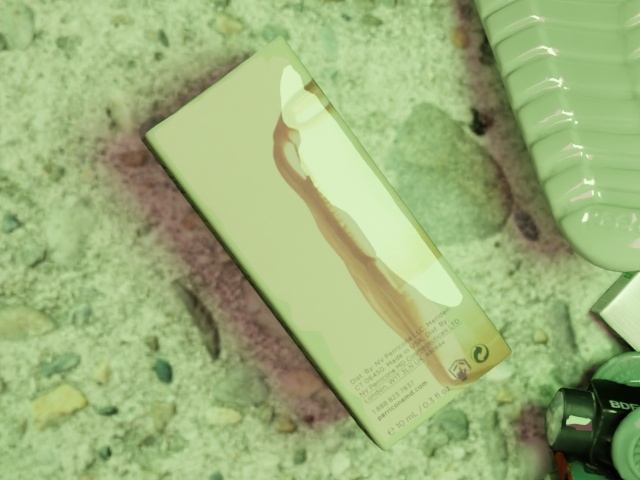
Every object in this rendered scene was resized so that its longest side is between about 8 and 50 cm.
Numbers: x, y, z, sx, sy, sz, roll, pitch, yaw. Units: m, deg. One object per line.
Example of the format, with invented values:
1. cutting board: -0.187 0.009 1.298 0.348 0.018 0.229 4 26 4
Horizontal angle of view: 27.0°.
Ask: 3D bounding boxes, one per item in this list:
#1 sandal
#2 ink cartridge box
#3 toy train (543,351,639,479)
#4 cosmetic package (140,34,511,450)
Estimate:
1. sandal: 0.209 -0.174 1.072 0.169 0.102 0.416 -7 79 13
2. ink cartridge box: 0.292 0.040 1.134 0.063 0.029 0.115 43 88 -7
3. toy train: 0.339 0.211 1.097 0.334 0.142 0.190 9 109 -4
4. cosmetic package: 0.000 0.000 1.039 0.129 0.153 0.296 -38 99 -4
